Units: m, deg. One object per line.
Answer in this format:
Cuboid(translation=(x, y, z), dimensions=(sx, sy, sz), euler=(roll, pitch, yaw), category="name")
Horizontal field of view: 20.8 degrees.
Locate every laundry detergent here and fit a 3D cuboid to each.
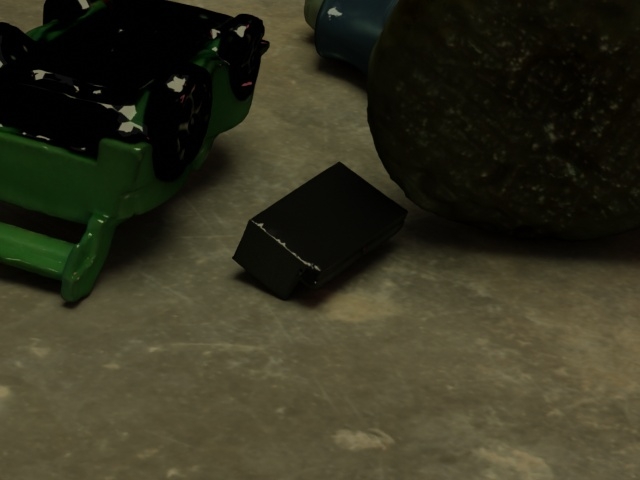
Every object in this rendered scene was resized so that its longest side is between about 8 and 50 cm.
Cuboid(translation=(0.082, -0.212, 1.851), dimensions=(0.143, 0.094, 0.290), euler=(-24, 37, -32), category="laundry detergent")

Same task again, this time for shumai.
Cuboid(translation=(0.229, -0.207, 1.569), dimensions=(0.397, 0.324, 0.323), euler=(-32, 28, 20), category="shumai")

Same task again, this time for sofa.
Cuboid(translation=(0.000, 0.000, 1.498), dimensions=(0.085, 0.060, 0.147), euler=(35, 38, 16), category="sofa")

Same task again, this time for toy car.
Cuboid(translation=(-0.191, -0.107, 1.538), dimensions=(0.213, 0.176, 0.359), euler=(14, 27, 14), category="toy car")
